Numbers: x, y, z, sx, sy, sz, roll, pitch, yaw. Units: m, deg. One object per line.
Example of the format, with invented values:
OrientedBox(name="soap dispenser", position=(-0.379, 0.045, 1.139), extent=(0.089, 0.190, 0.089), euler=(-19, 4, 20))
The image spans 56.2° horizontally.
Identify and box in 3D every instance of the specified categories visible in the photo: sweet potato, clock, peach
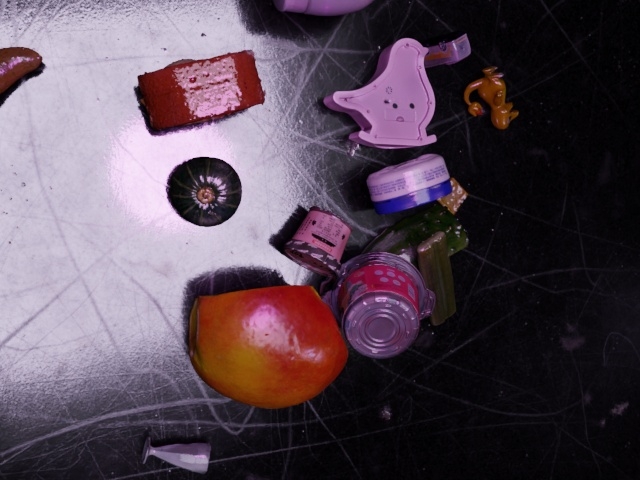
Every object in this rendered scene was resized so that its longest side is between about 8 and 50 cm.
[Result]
OrientedBox(name="sweet potato", position=(-0.725, -0.283, 1.231), extent=(0.114, 0.092, 0.341), euler=(41, 81, -35))
OrientedBox(name="clock", position=(0.153, -0.378, 1.553), extent=(0.291, 0.080, 0.275), euler=(-4, 96, -21))
OrientedBox(name="peach", position=(-0.112, 0.254, 1.427), extent=(0.381, 0.242, 0.305), euler=(0, 90, -20))

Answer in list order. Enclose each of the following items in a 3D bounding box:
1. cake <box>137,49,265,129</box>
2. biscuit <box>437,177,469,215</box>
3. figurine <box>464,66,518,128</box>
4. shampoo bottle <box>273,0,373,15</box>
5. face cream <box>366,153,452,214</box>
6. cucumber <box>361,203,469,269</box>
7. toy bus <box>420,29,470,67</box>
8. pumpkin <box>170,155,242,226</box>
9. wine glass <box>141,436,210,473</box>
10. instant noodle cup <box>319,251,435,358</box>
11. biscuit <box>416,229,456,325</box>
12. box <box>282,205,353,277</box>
OrientedBox(name="cake", position=(-0.262, -0.344, 1.351), extent=(0.283, 0.177, 0.150), euler=(-16, 100, -17))
OrientedBox(name="biscuit", position=(0.371, -0.122, 1.687), extent=(0.081, 0.018, 0.083), euler=(42, 79, -18))
OrientedBox(name="figurine", position=(0.474, -0.383, 1.674), extent=(0.122, 0.121, 0.176), euler=(-27, 116, 13))
OrientedBox(name="shampoo bottle", position=(0.007, -0.657, 1.372), extent=(0.267, 0.273, 0.272), euler=(-12, 99, -10))
OrientedBox(name="face cream", position=(0.225, -0.147, 1.532), extent=(0.206, 0.206, 0.111), euler=(-21, 96, -17))
OrientedBox(name="cucumber", position=(0.240, 0.024, 1.611), extent=(0.326, 0.105, 0.145), euler=(-27, 104, -13))
OrientedBox(name="toy bus", position=(0.319, -0.493, 1.554), extent=(0.058, 0.172, 0.072), euler=(-33, 110, -15))
OrientedBox(name="pumpkin", position=(-0.267, -0.114, 1.396), extent=(0.167, 0.125, 0.167), euler=(-6, 108, -18))
OrientedBox(name="wine glass", position=(-0.348, 0.517, 1.452), extent=(0.155, 0.073, 0.073), euler=(18, 88, -18))
OrientedBox(name="instant noodle cup", position=(0.147, 0.177, 1.494), extent=(0.303, 0.181, 0.258), euler=(-2, 111, 3))
OrientedBox(name="biscuit", position=(0.314, 0.113, 1.604), extent=(0.099, 0.038, 0.322), euler=(-31, 132, -15))
OrientedBox(name="box", position=(0.000, 0.000, 1.497), extent=(0.151, 0.151, 0.135), euler=(31, 76, -20))
